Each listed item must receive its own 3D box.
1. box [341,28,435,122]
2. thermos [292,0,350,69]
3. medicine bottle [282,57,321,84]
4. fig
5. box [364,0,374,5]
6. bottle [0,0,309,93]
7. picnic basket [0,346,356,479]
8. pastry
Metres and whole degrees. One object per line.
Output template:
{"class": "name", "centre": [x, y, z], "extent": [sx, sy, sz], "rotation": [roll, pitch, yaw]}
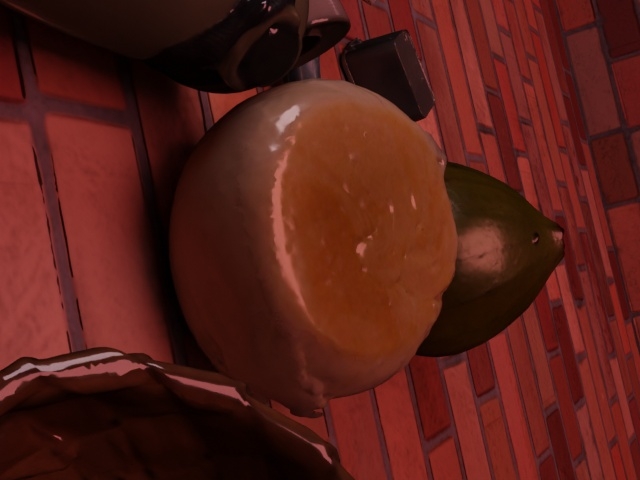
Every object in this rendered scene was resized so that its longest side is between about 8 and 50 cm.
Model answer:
{"class": "box", "centre": [0.083, -0.188, 1.058], "extent": [0.122, 0.069, 0.084], "rotation": [65, 27, -19]}
{"class": "thermos", "centre": [-0.071, -0.247, 0.772], "extent": [0.137, 0.105, 0.193], "rotation": [-21, 86, -43]}
{"class": "medicine bottle", "centre": [-0.008, -0.080, 0.845], "extent": [0.090, 0.053, 0.209], "rotation": [13, 66, -57]}
{"class": "fig", "centre": [0.140, 0.012, 0.907], "extent": [0.203, 0.225, 0.203], "rotation": [-12, 90, -88]}
{"class": "box", "centre": [-0.006, -0.345, 0.897], "extent": [0.194, 0.073, 0.139], "rotation": [39, 8, -50]}
{"class": "bottle", "centre": [-0.127, -0.200, 0.563], "extent": [0.347, 0.168, 0.169], "rotation": [23, 57, -61]}
{"class": "picnic basket", "centre": [-0.053, 0.174, 0.296], "extent": [0.293, 0.337, 0.337], "rotation": [26, 48, -17]}
{"class": "pastry", "centre": [-0.001, 0.001, 0.690], "extent": [0.264, 0.133, 0.265], "rotation": [13, 72, -44]}
